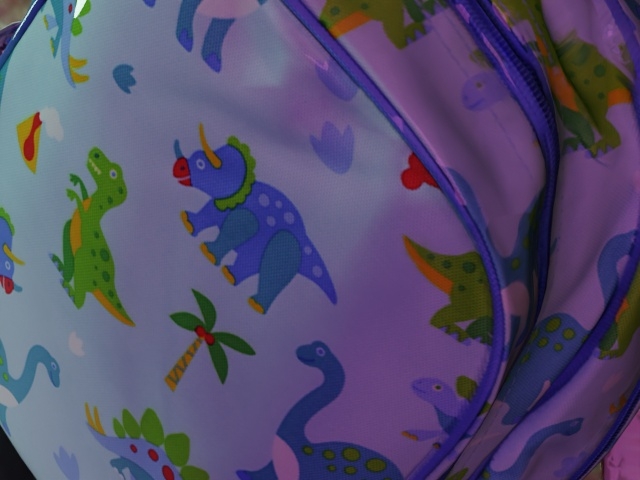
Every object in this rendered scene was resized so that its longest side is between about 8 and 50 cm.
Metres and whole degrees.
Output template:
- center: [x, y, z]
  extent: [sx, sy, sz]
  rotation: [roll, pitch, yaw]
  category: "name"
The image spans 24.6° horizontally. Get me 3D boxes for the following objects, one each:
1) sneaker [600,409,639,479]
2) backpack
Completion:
- center: [0.181, 0.051, 0.624]
  extent: [0.121, 0.108, 0.302]
  rotation: [1, 103, 9]
  category: "sneaker"
- center: [0.000, 0.000, 0.538]
  extent: [0.355, 0.273, 0.290]
  rotation: [-43, 71, 27]
  category: "backpack"
